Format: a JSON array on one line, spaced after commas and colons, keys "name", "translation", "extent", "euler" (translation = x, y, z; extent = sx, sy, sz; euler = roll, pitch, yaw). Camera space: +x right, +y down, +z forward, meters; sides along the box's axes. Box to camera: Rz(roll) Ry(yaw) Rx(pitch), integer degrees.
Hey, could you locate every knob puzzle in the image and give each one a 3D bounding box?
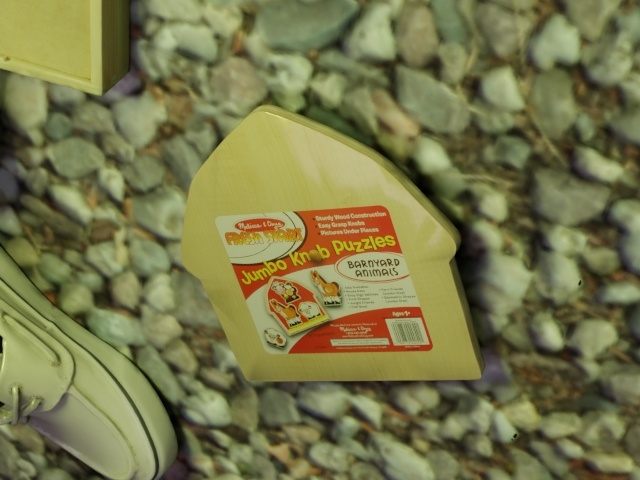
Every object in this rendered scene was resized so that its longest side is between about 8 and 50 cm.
[{"name": "knob puzzle", "translation": [0.000, 0.000, 0.980], "extent": [0.213, 0.030, 0.213], "euler": [14, 128, 19]}]

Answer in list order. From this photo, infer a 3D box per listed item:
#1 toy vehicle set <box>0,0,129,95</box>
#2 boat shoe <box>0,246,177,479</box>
[{"name": "toy vehicle set", "translation": [-0.190, -0.223, 0.918], "extent": [0.166, 0.035, 0.267], "euler": [18, 128, 16]}, {"name": "boat shoe", "translation": [-0.214, 0.085, 1.111], "extent": [0.096, 0.088, 0.267], "euler": [-31, 104, 39]}]
